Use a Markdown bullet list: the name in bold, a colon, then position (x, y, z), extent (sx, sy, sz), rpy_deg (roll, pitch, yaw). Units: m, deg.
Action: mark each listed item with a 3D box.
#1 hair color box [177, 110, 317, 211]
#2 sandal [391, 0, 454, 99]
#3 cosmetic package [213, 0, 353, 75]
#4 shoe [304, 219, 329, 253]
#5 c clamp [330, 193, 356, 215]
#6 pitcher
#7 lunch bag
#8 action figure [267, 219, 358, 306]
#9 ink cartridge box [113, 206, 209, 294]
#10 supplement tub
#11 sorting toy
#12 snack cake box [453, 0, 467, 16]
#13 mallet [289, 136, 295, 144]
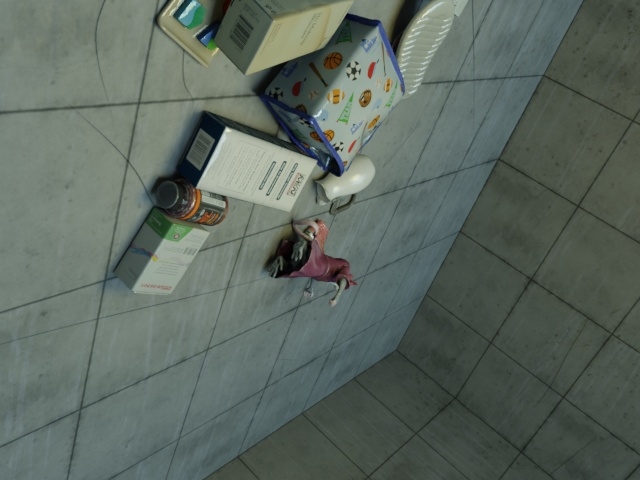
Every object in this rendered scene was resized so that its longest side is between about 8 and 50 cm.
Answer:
- **hair color box**: position (-0.184, -0.199, 1.635), extent (0.347, 0.105, 0.174), rpy_deg (13, 112, -50)
- **sandal**: position (0.286, -0.614, 1.979), extent (0.169, 0.102, 0.416), rpy_deg (-19, 154, -27)
- **cosmetic package**: position (-0.077, -0.498, 1.400), extent (0.309, 0.113, 0.160), rpy_deg (-36, 170, -44)
- **shoe**: position (0.000, 0.000, 2.309), extent (0.081, 0.063, 0.178), rpy_deg (-42, 143, -16)
- **c clamp**: position (0.089, -0.154, 2.321), extent (0.160, 0.022, 0.137), rpy_deg (-21, 140, -47)
- **pitcher**: position (0.078, -0.202, 2.151), extent (0.207, 0.125, 0.178), rpy_deg (-33, 171, -16)
- **lunch bag**: position (0.057, -0.388, 1.718), extent (0.328, 0.239, 0.385), rpy_deg (-54, 148, -4)
- **action figure**: position (-0.006, 0.087, 2.248), extent (0.370, 0.248, 0.276), rpy_deg (15, 86, -41)
- **ink cartridge box**: position (-0.416, 0.032, 1.633), extent (0.212, 0.093, 0.154), rpy_deg (-58, 153, 8)
- **supplement tub**: position (-0.331, -0.100, 1.592), extent (0.106, 0.106, 0.198), rpy_deg (-57, 154, 10)
- **sorting toy**: position (-0.230, -0.493, 1.326), extent (0.208, 0.038, 0.193), rpy_deg (-54, 155, 3)
- **snack cake box**: position (0.382, -0.800, 1.894), extent (0.264, 0.089, 0.152), rpy_deg (-5, 129, -57)
- **mallet**: position (-0.079, -0.257, 1.895), extent (0.062, 0.039, 0.190), rpy_deg (-27, 149, -41)
